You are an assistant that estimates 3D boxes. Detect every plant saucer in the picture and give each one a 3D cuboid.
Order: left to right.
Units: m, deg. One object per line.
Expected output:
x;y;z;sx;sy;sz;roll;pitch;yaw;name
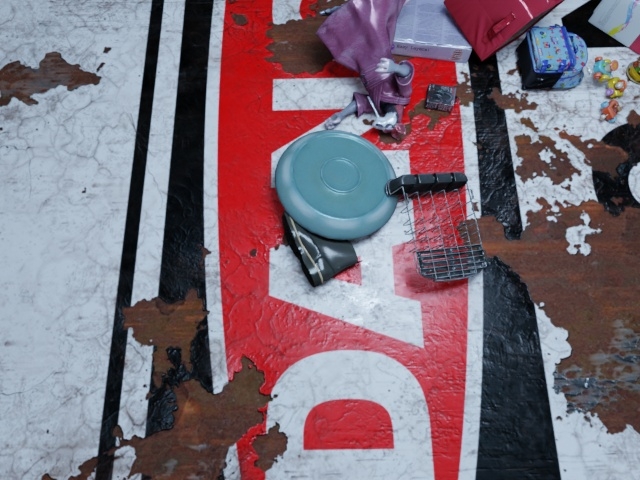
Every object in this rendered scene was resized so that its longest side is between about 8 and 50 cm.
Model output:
0.047;-0.153;1.152;0.317;0.044;0.318;4;64;-8;plant saucer

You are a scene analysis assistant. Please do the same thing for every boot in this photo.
0.000;0.000;1.136;0.137;0.077;0.198;-23;79;-16;boot

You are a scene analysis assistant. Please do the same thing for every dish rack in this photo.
0.282;-0.036;1.110;0.208;0.074;0.272;-6;77;-18;dish rack

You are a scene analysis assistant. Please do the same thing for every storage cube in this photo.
0.476;-0.624;1.207;0.215;0.183;0.193;-35;92;-26;storage cube

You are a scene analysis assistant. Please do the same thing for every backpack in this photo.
0.632;-0.489;1.247;0.173;0.117;0.158;0;73;-1;backpack

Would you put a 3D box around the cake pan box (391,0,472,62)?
0.302;-0.636;1.325;0.266;0.070;0.246;7;71;3;cake pan box

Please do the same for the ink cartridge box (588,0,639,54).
0.872;-0.637;1.282;0.176;0.127;0.128;42;78;14;ink cartridge box

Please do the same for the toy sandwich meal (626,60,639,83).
0.884;-0.463;1.277;0.085;0.029;0.086;0;72;1;toy sandwich meal

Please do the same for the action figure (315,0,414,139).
0.145;-0.440;1.217;0.275;0.248;0.370;-35;106;-40;action figure

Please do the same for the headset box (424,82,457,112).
0.328;-0.385;1.262;0.083;0.032;0.062;11;73;6;headset box

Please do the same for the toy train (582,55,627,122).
0.759;-0.403;1.223;0.125;0.046;0.166;-41;105;-25;toy train
